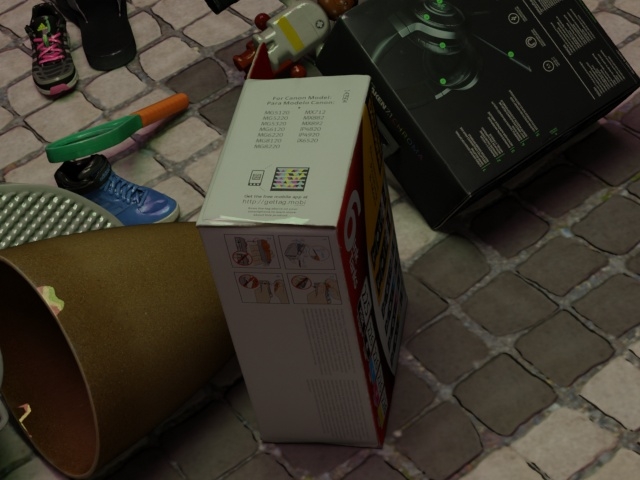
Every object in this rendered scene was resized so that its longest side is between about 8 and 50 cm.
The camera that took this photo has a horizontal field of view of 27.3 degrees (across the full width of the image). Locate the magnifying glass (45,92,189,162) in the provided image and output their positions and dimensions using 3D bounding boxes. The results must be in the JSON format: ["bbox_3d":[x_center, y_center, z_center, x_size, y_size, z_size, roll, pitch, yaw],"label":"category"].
[{"bbox_3d":[-0.246,-0.141,1.632,0.092,0.026,0.231,-5,17,38],"label":"magnifying glass"}]

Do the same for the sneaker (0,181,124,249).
[{"bbox_3d":[-0.364,-0.001,1.444,0.127,0.321,0.126,-16,66,48],"label":"sneaker"}]

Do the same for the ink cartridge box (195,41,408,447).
[{"bbox_3d":[0.000,0.000,1.287,0.130,0.309,0.272,1,46,13],"label":"ink cartridge box"}]

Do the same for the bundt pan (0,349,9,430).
[{"bbox_3d":[-0.466,0.157,1.281,0.331,0.124,0.330,1,84,-9],"label":"bundt pan"}]

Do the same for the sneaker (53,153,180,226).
[{"bbox_3d":[-0.245,-0.059,1.564,0.152,0.084,0.058,8,48,20],"label":"sneaker"}]

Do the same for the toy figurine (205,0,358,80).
[{"bbox_3d":[-0.024,-0.258,1.624,0.148,0.209,0.213,-36,49,-8],"label":"toy figurine"}]

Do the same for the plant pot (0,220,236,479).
[{"bbox_3d":[-0.183,0.081,1.336,0.254,0.237,0.237,-24,43,-33],"label":"plant pot"}]

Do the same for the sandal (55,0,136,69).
[{"bbox_3d":[-0.319,-0.336,1.881,0.097,0.054,0.254,-23,45,-11],"label":"sandal"}]

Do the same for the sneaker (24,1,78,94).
[{"bbox_3d":[-0.374,-0.268,1.810,0.063,0.074,0.170,-14,44,-1],"label":"sneaker"}]

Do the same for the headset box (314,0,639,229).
[{"bbox_3d":[0.168,-0.185,1.487,0.283,0.131,0.246,-34,84,-20],"label":"headset box"}]
